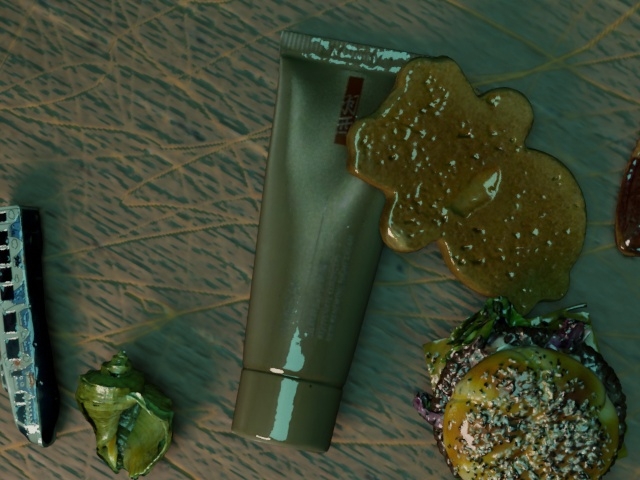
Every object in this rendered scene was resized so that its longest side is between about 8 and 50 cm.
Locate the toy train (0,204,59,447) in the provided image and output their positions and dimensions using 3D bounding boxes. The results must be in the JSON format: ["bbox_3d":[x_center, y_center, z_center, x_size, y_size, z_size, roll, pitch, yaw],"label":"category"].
[{"bbox_3d":[-0.253,0.074,1.142,0.047,0.043,0.207,-7,88,9],"label":"toy train"}]

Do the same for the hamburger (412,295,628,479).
[{"bbox_3d":[0.162,0.137,1.057,0.164,0.093,0.189,-27,99,11],"label":"hamburger"}]

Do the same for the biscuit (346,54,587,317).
[{"bbox_3d":[0.127,-0.042,1.086,0.225,0.036,0.166,40,84,-10],"label":"biscuit"}]

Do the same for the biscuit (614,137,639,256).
[{"bbox_3d":[0.341,-0.093,1.083,0.280,0.043,0.183,-44,82,1],"label":"biscuit"}]

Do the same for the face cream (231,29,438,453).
[{"bbox_3d":[0.000,0.000,1.102,0.137,0.084,0.341,11,83,7],"label":"face cream"}]

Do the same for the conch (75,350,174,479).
[{"bbox_3d":[-0.161,0.147,1.113,0.089,0.074,0.121,19,116,40],"label":"conch"}]
